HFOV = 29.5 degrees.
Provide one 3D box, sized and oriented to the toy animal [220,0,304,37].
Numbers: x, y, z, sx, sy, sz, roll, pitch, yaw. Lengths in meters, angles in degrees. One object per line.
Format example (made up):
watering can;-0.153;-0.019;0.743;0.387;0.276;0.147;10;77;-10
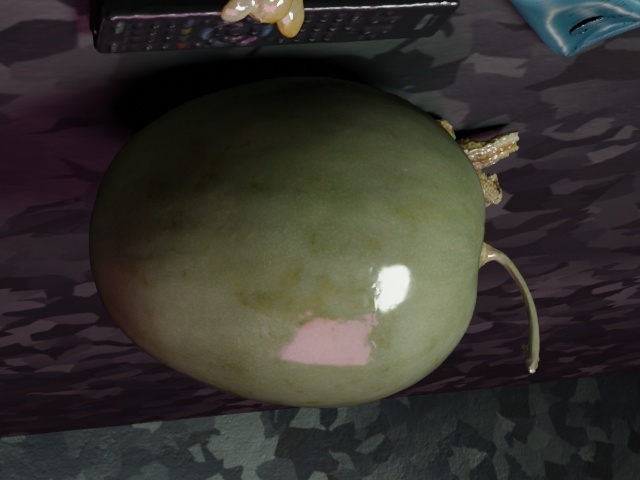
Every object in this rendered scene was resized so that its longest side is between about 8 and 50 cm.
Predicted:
toy animal;-0.023;-0.151;0.729;0.060;0.081;0.083;-3;142;-30

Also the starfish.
starfish;0.110;-0.068;1.104;0.150;0.053;0.209;-16;161;5

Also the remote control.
remote control;-0.029;-0.148;0.809;0.245;0.025;0.063;-5;164;-16

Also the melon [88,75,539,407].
melon;-0.016;0.001;0.916;0.308;0.271;0.272;-12;165;-17

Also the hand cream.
hand cream;0.171;-0.167;0.840;0.083;0.048;0.224;-21;165;26
